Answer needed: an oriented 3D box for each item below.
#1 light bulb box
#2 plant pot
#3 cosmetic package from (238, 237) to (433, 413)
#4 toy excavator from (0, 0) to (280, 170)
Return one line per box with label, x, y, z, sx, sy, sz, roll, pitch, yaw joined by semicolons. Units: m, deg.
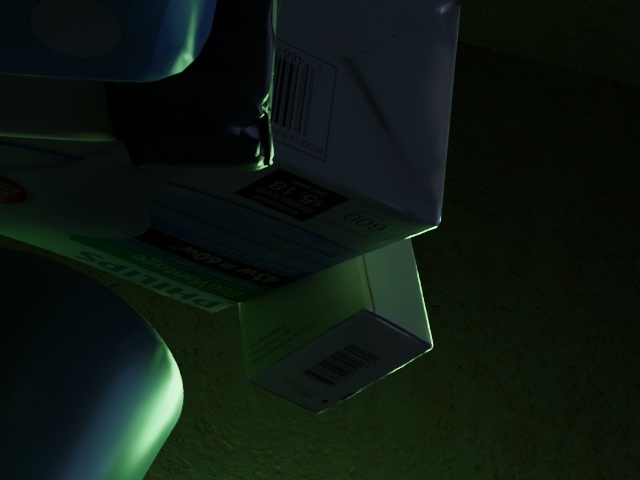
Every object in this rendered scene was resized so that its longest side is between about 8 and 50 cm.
light bulb box;-0.131;-0.122;1.102;0.361;0.358;0.225;-23;-128;51
plant pot;-0.303;0.190;1.149;0.293;0.293;0.235;113;-1;-45
cosmetic package;0.000;0.000;1.297;0.160;0.113;0.309;-34;-134;27
toy excavator;-0.117;-0.175;0.333;0.445;0.222;0.433;94;1;-56
